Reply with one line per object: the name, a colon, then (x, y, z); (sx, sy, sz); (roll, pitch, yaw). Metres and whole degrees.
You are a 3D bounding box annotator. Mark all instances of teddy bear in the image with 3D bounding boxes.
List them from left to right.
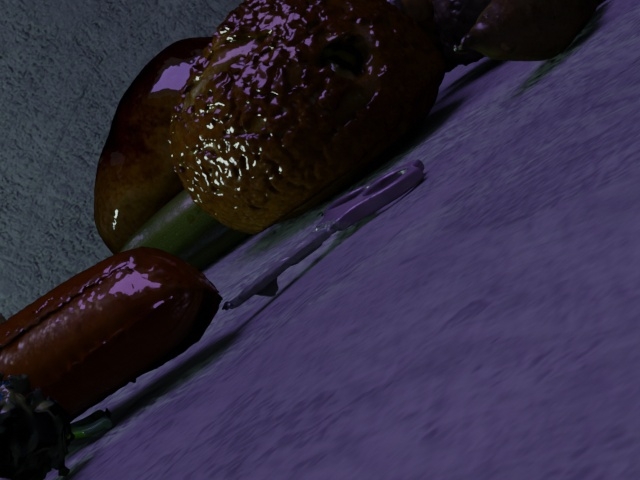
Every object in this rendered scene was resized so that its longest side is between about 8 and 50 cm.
teddy bear: (0.143, -0.252, 1.661); (0.177, 0.140, 0.190); (4, 9, -42)

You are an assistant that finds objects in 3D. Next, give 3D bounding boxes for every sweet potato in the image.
sweet potato: (0.207, -0.204, 1.345); (0.075, 0.074, 0.269); (-31, -1, 37)

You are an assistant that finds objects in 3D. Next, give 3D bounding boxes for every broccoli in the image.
broccoli: (-0.238, 0.151, 0.980); (0.160, 0.167, 0.154); (15, 76, 46)

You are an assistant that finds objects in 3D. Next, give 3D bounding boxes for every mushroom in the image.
mushroom: (-0.141, -0.092, 1.944); (0.345, 0.260, 0.345); (-46, -18, -19)

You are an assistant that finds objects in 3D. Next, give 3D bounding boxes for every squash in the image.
squash: (-0.109, -0.039, 1.732); (0.341, 0.094, 0.094); (-34, 7, 14)

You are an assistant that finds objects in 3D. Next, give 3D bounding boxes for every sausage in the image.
sausage: (-0.217, 0.102, 1.146); (0.330, 0.102, 0.102); (-33, 7, 22)

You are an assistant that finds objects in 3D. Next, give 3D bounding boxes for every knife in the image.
knife: (-0.224, 0.175, 1.114); (0.166, 0.022, 0.078); (-37, 1, -10)

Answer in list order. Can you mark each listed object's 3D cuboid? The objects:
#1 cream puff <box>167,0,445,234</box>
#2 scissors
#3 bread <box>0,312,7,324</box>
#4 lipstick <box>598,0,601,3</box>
cream puff: (-0.031, -0.145, 1.545); (0.303, 0.212, 0.303); (-41, 5, 5)
scissors: (0.000, -0.001, 1.181); (0.212, 0.021, 0.110); (-41, 11, -34)
bread: (-0.488, 0.202, 1.905); (0.239, 0.111, 0.246); (-35, 6, 1)
lipstick: (0.248, -0.271, 1.654); (0.057, 0.057, 0.356); (-36, 6, 1)
